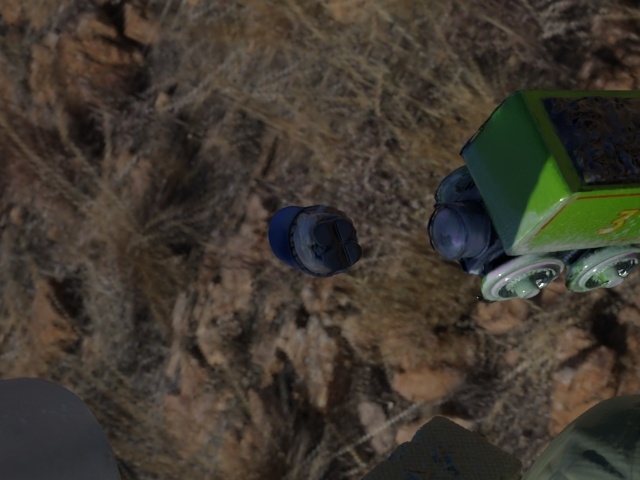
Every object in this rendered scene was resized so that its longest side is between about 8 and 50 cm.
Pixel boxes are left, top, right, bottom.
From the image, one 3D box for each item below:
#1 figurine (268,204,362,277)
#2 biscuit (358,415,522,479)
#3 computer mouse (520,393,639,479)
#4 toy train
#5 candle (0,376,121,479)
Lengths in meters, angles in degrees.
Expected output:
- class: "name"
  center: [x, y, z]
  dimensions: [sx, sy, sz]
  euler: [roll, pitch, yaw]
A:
- class: "figurine"
  center: [0.008, -0.004, 0.936]
  dimensions: [0.077, 0.079, 0.136]
  euler: [68, 159, -5]
- class: "biscuit"
  center: [0.152, 0.331, 1.395]
  dimensions: [0.150, 0.252, 0.052]
  euler: [29, 125, 28]
- class: "computer mouse"
  center: [0.271, 0.299, 1.008]
  dimensions: [0.228, 0.145, 0.429]
  euler: [-33, 23, 42]
- class: "toy train"
  center: [0.285, -0.054, 1.164]
  dimensions: [0.249, 0.307, 0.173]
  euler: [-53, 49, 48]
- class: "candle"
  center: [-0.285, 0.215, 0.792]
  dimensions: [0.221, 0.342, 0.221]
  euler: [1, 92, 37]
